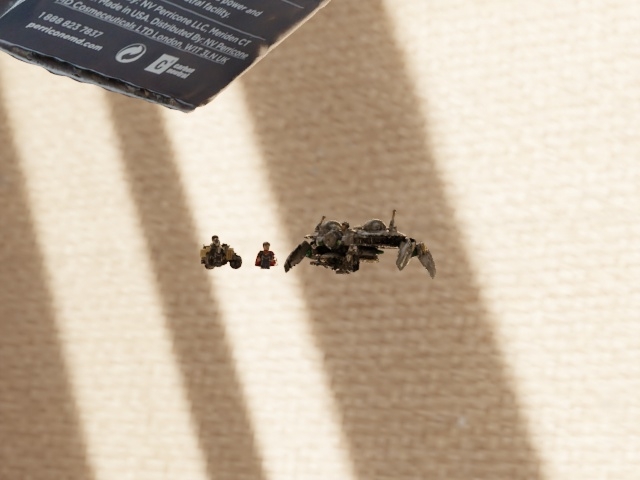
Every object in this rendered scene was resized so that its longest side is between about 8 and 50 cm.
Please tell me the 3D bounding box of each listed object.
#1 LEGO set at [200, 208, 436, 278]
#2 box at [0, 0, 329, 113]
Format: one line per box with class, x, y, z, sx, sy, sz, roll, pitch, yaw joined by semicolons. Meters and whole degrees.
LEGO set;0.000;0.000;0.653;0.054;0.083;0.023;-3;84;62
box;-0.024;-0.164;0.554;0.207;0.108;0.153;-37;64;23
